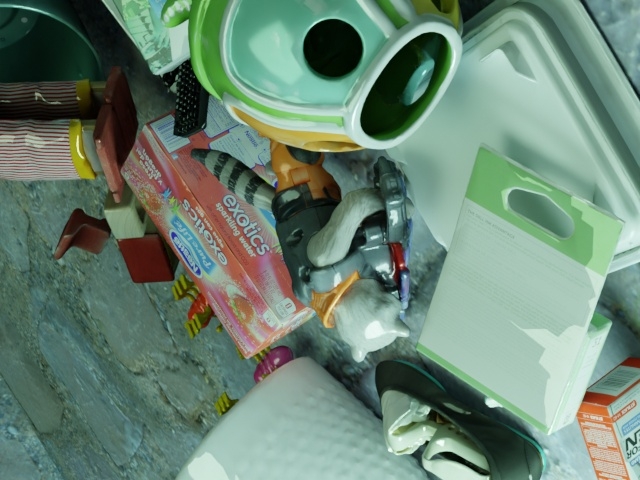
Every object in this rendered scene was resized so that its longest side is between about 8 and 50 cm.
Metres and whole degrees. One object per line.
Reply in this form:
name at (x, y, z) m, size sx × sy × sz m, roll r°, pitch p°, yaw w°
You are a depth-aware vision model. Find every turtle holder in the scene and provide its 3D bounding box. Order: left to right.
turtle holder at (0.035, -0.226, 1.260) m, size 0.227 × 0.320 × 0.243 m, roll 45°, pitch 175°, yaw 33°

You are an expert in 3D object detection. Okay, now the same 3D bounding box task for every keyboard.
keyboard at (-0.157, -0.210, 1.527) m, size 0.100 × 0.038 × 0.192 m, roll -19°, pitch 63°, yaw 57°

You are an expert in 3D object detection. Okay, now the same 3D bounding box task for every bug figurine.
bug figurine at (-0.116, 0.154, 1.904) m, size 0.216 × 0.072 × 0.279 m, roll -48°, pitch 57°, yaw 49°

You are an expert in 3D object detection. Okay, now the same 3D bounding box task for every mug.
mug at (0.021, 0.370, 1.770) m, size 0.328 × 0.276 × 0.374 m, roll 41°, pitch 176°, yaw 16°

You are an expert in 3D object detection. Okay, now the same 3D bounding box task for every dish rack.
dish rack at (0.183, -0.074, 1.308) m, size 0.285 × 0.072 × 0.333 m, roll 59°, pitch 151°, yaw 0°

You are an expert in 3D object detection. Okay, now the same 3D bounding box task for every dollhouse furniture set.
dollhouse furniture set at (-0.335, -0.056, 1.849) m, size 0.201 × 0.152 × 0.374 m, roll -2°, pitch 137°, yaw 10°

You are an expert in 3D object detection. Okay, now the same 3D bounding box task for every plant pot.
plant pot at (-0.472, -0.277, 1.901) m, size 0.293 × 0.293 × 0.235 m, roll 95°, pitch 160°, yaw -44°

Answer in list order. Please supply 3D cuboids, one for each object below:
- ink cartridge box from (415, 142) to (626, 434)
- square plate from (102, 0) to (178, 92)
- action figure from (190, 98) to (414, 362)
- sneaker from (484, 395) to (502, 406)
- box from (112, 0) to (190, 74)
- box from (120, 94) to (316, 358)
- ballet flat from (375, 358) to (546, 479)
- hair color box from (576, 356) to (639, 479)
ink cartridge box at (0.196, 0.043, 1.270) m, size 0.171 × 0.056 × 0.235 m, roll 33°, pitch 120°, yaw 32°
square plate at (-0.211, -0.388, 1.616) m, size 0.347 × 0.049 × 0.344 m, roll 54°, pitch 150°, yaw 0°
action figure at (0.000, 0.000, 1.498) m, size 0.341 × 0.178 × 0.330 m, roll 80°, pitch 164°, yaw -56°
sneaker at (0.231, 0.133, 1.434) m, size 0.076 × 0.065 × 0.166 m, roll 28°, pitch 143°, yaw 18°
box at (-0.158, -0.374, 1.440) m, size 0.232 × 0.058 × 0.322 m, roll -28°, pitch 91°, yaw 20°
box at (-0.098, -0.027, 1.680) m, size 0.300 × 0.154 × 0.142 m, roll 55°, pitch 150°, yaw 7°
ballet flat at (0.139, 0.224, 1.596) m, size 0.280 × 0.096 × 0.095 m, roll 25°, pitch 136°, yaw 44°
hair color box at (0.318, 0.211, 1.324) m, size 0.053 × 0.093 × 0.167 m, roll 5°, pitch 120°, yaw 55°
